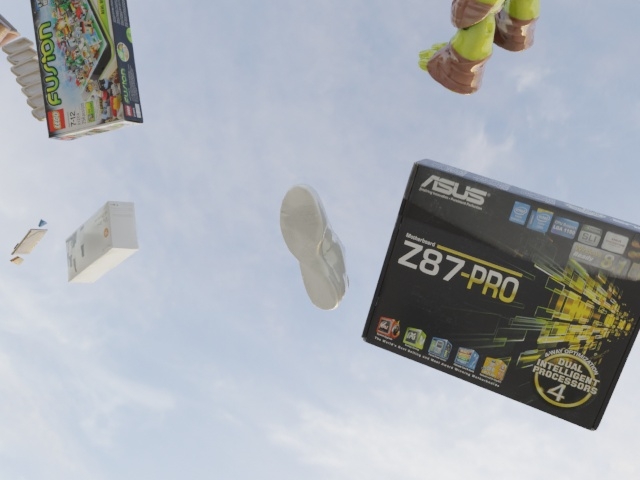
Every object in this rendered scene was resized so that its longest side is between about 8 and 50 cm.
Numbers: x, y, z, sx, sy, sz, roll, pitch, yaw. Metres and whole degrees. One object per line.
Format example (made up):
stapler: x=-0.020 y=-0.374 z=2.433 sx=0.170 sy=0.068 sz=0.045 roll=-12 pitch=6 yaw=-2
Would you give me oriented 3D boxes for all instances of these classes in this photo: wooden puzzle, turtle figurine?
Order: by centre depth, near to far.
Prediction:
turtle figurine: x=0.137 y=-0.218 z=0.458 sx=0.087 sy=0.269 sz=0.217 roll=25 pitch=-30 yaw=15
wooden puzzle: x=-0.598 y=0.002 z=1.399 sx=0.014 sy=0.078 sz=0.116 roll=40 pitch=-92 yaw=2

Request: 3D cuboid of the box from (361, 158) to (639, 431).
box: x=0.295 y=0.079 z=1.081 sx=0.394 sy=0.097 sz=0.318 roll=21 pitch=-74 yaw=16

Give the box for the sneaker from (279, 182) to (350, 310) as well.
sneaker: x=0.000 y=0.000 z=1.094 sx=0.080 sy=0.094 sz=0.212 roll=1 pitch=-64 yaw=33

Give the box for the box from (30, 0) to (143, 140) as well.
box: x=-0.273 y=-0.227 z=0.789 sx=0.114 sy=0.036 sz=0.207 roll=-8 pitch=-90 yaw=23

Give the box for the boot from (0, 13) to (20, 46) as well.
boot: x=-0.728 y=-0.418 z=1.461 sx=0.152 sy=0.197 sz=0.073 roll=-44 pitch=-69 yaw=0

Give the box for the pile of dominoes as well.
pile of dominoes: x=-0.484 y=-0.310 z=1.310 sx=0.251 sy=0.196 sz=0.040 roll=54 pitch=-36 yaw=28

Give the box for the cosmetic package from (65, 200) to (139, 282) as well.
cosmetic package: x=-0.444 y=0.008 z=1.373 sx=0.239 sy=0.060 sz=0.099 roll=-28 pitch=-112 yaw=46
